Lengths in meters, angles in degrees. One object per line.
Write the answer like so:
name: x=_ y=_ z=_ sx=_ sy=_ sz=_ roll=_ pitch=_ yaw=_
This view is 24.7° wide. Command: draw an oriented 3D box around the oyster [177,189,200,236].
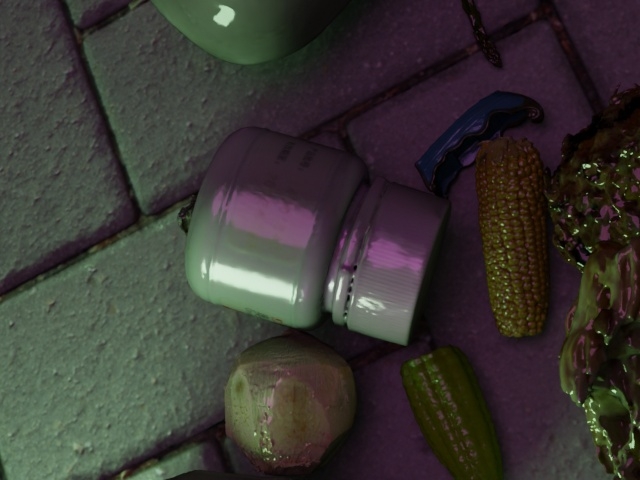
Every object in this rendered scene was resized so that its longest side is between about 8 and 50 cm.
oyster: x=-0.117 y=-0.054 z=2.071 sx=0.177 sy=0.064 sz=0.125 roll=-40 pitch=74 yaw=6

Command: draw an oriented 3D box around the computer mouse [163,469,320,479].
computer mouse: x=-0.083 y=0.418 z=1.848 sx=0.428 sy=0.228 sz=0.145 roll=3 pitch=39 yaw=24

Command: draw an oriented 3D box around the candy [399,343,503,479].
candy: x=0.176 y=0.236 z=1.874 sx=0.096 sy=0.096 sz=0.210 roll=-28 pitch=75 yaw=13

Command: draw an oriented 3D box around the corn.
corn: x=0.249 y=-0.006 z=1.886 sx=0.091 sy=0.091 sz=0.260 roll=-3 pitch=90 yaw=0

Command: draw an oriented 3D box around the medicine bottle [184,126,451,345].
medicine bottle: x=0.000 y=0.000 z=1.900 sx=0.301 sy=0.241 sz=0.241 roll=17 pitch=84 yaw=9

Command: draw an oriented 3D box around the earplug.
earplug: x=-0.065 y=-0.438 z=2.014 sx=0.394 sy=0.312 sz=0.312 roll=-48 pitch=66 yaw=8

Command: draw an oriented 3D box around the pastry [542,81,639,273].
pastry: x=0.394 y=-0.066 z=1.800 sx=0.274 sy=0.193 sz=0.275 roll=-5 pitch=73 yaw=17

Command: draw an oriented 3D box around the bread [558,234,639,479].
bread: x=0.413 y=0.183 z=1.689 sx=0.191 sy=0.370 sz=0.314 roll=-3 pitch=71 yaw=58

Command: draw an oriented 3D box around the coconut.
coconut: x=-0.039 y=0.209 z=1.915 sx=0.194 sy=0.194 sz=0.194 roll=-5 pitch=76 yaw=20

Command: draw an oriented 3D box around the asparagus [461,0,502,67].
asparagus: x=0.203 y=-0.345 z=2.034 sx=0.024 sy=0.025 sz=0.249 roll=-16 pitch=71 yaw=-5

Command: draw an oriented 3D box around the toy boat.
toy boat: x=0.213 y=-0.127 z=1.950 sx=0.185 sy=0.075 sz=0.077 roll=-44 pitch=64 yaw=1
